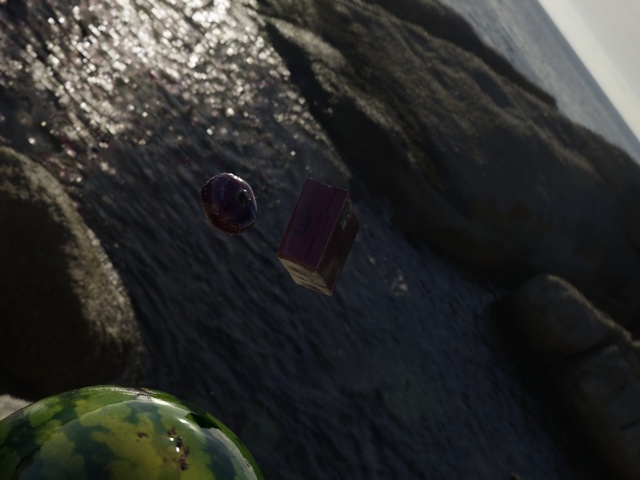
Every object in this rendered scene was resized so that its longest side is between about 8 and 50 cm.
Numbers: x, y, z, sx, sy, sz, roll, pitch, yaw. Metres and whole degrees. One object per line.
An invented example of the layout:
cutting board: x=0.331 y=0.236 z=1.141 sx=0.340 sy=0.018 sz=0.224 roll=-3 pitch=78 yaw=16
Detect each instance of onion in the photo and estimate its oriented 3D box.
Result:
onion: x=-0.168 y=-0.063 z=1.397 sx=0.115 sy=0.105 sz=0.115 roll=33 pitch=49 yaw=-48

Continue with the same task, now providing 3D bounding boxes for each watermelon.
watermelon: x=-0.172 y=0.260 z=0.630 sx=0.285 sy=0.285 sz=0.285 roll=43 pitch=25 yaw=-26

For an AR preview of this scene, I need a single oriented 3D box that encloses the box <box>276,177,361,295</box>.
box: x=0.000 y=0.000 z=0.985 sx=0.060 sy=0.111 sz=0.156 roll=17 pitch=-15 yaw=15
